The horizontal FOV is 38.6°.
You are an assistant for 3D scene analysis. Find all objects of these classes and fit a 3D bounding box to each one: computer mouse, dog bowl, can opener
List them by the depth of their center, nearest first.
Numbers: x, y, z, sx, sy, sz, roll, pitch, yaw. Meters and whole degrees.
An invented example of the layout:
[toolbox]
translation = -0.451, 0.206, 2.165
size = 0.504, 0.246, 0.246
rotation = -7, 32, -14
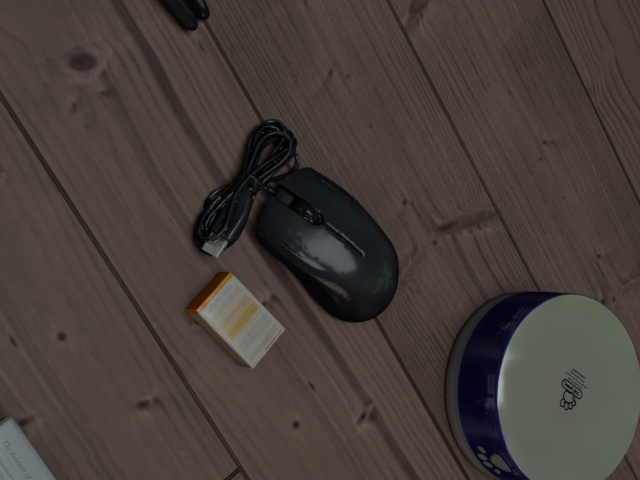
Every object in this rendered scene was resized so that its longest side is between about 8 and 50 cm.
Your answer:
[can opener]
translation = -0.184, -0.316, 1.007
size = 0.059, 0.073, 0.186
rotation = -42, 117, -33
[computer mouse]
translation = 0.000, 0.000, 1.084
size = 0.272, 0.072, 0.189
rotation = 39, 68, -22
[dog bowl]
translation = 0.302, 0.200, 1.227
size = 0.264, 0.104, 0.265
rotation = 2, 86, -29

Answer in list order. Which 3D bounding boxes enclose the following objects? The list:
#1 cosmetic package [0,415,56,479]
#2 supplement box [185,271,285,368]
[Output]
[cosmetic package]
translation = -0.322, 0.317, 0.816
size = 0.224, 0.138, 0.224
rotation = -36, 96, -33
[supplement box]
translation = -0.097, 0.091, 1.044
size = 0.098, 0.036, 0.062
rotation = 49, 66, -18
